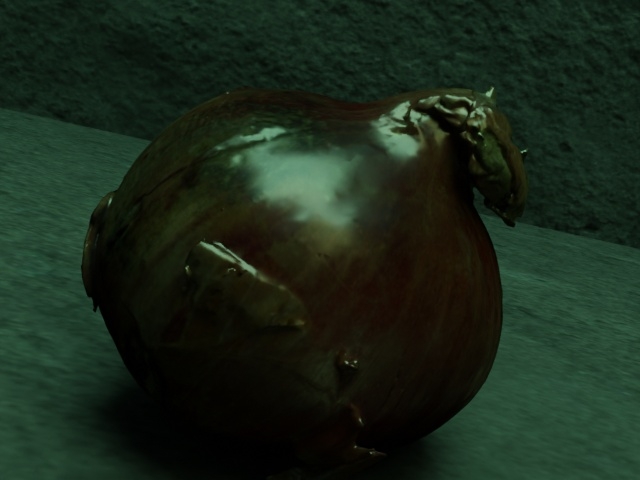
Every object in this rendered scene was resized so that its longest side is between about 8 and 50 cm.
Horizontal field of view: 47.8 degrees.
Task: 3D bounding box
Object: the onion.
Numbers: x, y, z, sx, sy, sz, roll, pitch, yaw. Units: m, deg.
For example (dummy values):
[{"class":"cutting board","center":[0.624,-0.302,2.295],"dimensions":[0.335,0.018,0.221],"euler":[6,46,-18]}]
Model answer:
[{"class":"onion","center":[-0.012,0.031,0.599],"dimensions":[0.354,0.353,0.353],"euler":[13,13,-3]}]
